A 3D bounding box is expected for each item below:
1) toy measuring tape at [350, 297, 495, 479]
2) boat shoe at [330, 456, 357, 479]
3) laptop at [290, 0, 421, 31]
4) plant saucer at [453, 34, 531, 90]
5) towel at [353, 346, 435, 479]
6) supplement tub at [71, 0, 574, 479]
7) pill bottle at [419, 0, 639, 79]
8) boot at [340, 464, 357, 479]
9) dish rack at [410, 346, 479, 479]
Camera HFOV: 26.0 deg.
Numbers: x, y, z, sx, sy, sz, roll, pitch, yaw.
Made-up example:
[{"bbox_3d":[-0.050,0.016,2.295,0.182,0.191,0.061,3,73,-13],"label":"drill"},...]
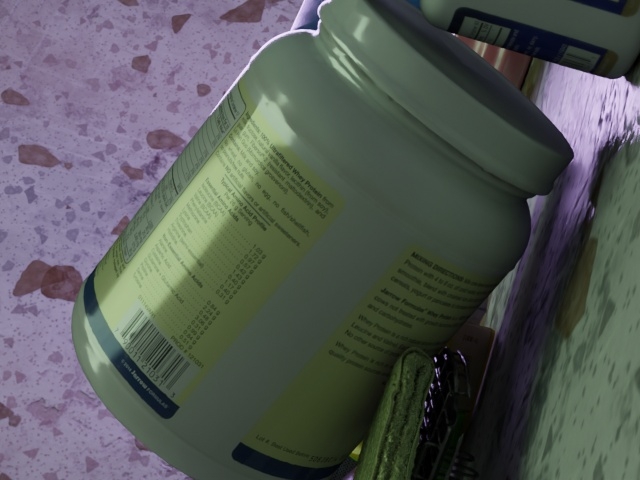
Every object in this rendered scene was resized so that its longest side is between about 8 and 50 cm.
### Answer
[{"bbox_3d":[0.080,0.071,1.131,0.121,0.121,0.330,118,168,-87],"label":"toy measuring tape"},{"bbox_3d":[0.057,0.137,1.459,0.158,0.127,0.340,-133,55,-78],"label":"boat shoe"},{"bbox_3d":[0.151,-0.373,1.216,0.382,0.236,0.408,-76,2,-62],"label":"laptop"},{"bbox_3d":[0.191,-0.253,1.559,0.332,0.084,0.332,-164,90,-90],"label":"plant saucer"},{"bbox_3d":[0.040,0.150,0.884,0.148,0.027,0.110,-73,2,-48],"label":"towel"},{"bbox_3d":[0.000,0.000,0.987,0.325,0.235,0.235,-51,8,17],"label":"supplement tub"},{"bbox_3d":[0.123,-0.182,0.897,0.112,0.187,0.112,-163,90,-89],"label":"pill bottle"},{"bbox_3d":[0.012,0.284,1.220,0.248,0.090,0.207,-41,-16,-54],"label":"boot"},{"bbox_3d":[0.068,0.215,0.971,0.208,0.074,0.271,-87,15,-80],"label":"dish rack"}]
